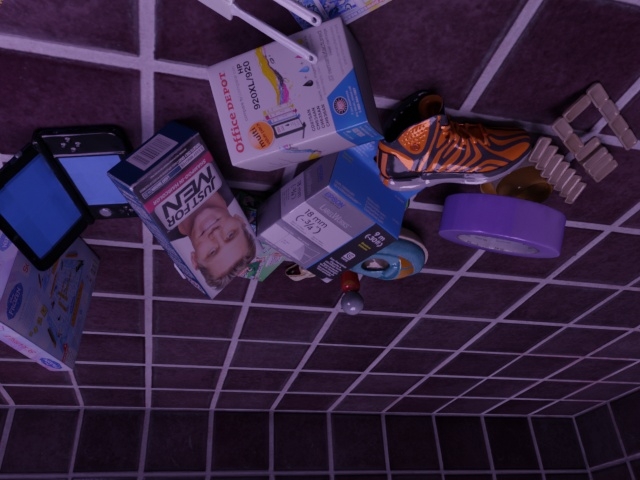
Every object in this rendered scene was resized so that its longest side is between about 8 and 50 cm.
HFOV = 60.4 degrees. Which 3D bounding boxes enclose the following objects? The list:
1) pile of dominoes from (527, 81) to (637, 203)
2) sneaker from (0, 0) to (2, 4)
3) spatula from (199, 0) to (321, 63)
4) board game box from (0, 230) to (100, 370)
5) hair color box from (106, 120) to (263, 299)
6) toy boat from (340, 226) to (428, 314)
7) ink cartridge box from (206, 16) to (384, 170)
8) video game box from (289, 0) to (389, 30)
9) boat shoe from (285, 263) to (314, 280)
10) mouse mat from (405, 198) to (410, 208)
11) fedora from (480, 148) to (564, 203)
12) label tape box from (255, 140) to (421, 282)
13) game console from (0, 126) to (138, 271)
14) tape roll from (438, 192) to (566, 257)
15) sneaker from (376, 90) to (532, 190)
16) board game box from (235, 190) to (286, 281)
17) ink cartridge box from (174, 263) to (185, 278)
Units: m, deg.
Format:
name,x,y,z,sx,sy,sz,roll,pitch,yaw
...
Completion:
name,x,y,z,sx,sy,sz,roll,pitch,yaw
pile of dominoes,0.550,-0.203,1.176,0.251,0.040,0.196,30,114,-38
sneaker,-0.464,-0.400,0.755,0.083,0.070,0.185,16,142,-37
spatula,-0.090,-0.365,0.778,0.242,0.019,0.168,34,142,9
board game box,-0.653,0.105,1.301,0.065,0.319,0.318,-4,147,6
hair color box,-0.266,-0.054,1.151,0.105,0.174,0.347,28,154,38
toy boat,0.142,0.080,1.497,0.267,0.148,0.318,11,145,-22
ink cartridge box,-0.036,-0.229,0.919,0.232,0.171,0.168,-15,179,16
video game box,0.025,-0.412,0.805,0.205,0.048,0.187,-20,142,24
boat shoe,-0.045,0.081,1.571,0.135,0.050,0.045,-28,146,33
mouse mat,0.123,-0.113,1.325,0.189,0.007,0.153,-4,148,3
fedora,0.469,-0.128,1.266,0.194,0.079,0.194,-2,148,-1
label tape box,0.052,-0.067,1.234,0.333,0.106,0.240,-34,129,29
game console,-0.513,-0.077,1.164,0.250,0.174,0.293,-3,148,0
tape roll,0.421,-0.032,1.287,0.274,0.090,0.275,13,174,1
sneaker,0.269,-0.207,1.085,0.320,0.125,0.180,-14,137,-3
board game box,-0.178,0.002,1.439,0.213,0.046,0.317,15,143,-28
ink cartridge box,-0.336,-0.012,1.307,0.045,0.146,0.179,-9,147,8
